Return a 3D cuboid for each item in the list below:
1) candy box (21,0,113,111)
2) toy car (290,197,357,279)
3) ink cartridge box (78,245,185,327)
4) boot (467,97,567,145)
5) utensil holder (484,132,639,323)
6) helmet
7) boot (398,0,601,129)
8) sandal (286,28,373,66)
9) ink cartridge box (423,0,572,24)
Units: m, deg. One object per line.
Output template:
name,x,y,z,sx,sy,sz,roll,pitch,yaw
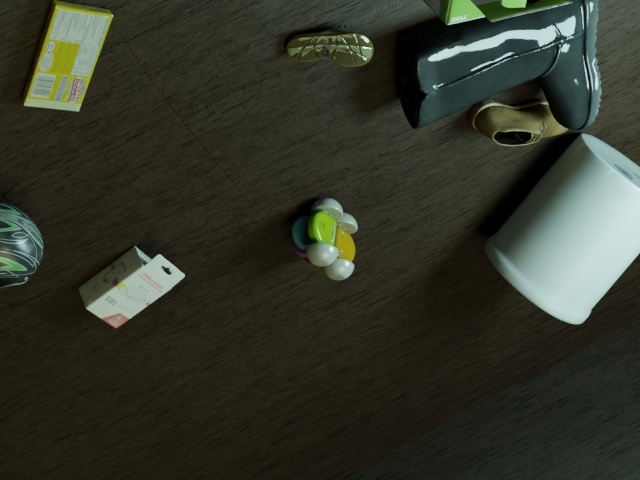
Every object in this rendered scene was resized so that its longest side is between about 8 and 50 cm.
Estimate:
candy box,-0.442,-0.317,1.784,0.105,0.027,0.206,0,132,-39
toy car,0.000,0.000,2.365,0.136,0.159,0.182,-7,152,28
ink cartridge box,-0.406,0.091,2.217,0.198,0.067,0.115,-35,142,5
boot,0.493,-0.264,2.429,0.305,0.115,0.112,-3,132,-34
utensil holder,0.665,-0.035,2.630,0.327,0.327,0.385,13,121,-43
helmet,-0.605,0.008,1.913,0.161,0.169,0.169,-14,141,3
boot,0.388,-0.335,2.227,0.445,0.146,0.367,-25,126,-18
sandal,0.018,-0.386,2.022,0.180,0.049,0.072,-1,128,-15
ink cartridge box,0.327,-0.470,1.972,0.189,0.255,0.097,-16,139,-20
